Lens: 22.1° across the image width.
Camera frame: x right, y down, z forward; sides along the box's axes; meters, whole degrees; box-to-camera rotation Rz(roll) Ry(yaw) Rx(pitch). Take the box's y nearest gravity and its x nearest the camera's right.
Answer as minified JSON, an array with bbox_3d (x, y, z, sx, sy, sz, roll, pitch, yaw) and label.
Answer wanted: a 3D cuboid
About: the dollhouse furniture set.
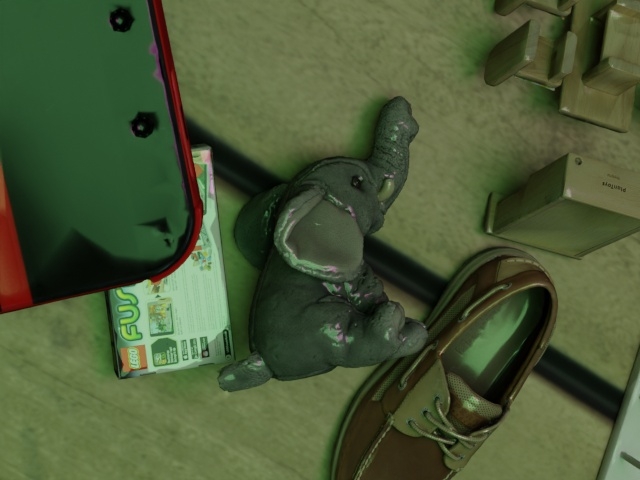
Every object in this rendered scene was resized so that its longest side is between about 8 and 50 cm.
[{"bbox_3d":[0.255,-0.123,1.582,0.212,0.161,0.242,16,72,-16],"label":"dollhouse furniture set"}]

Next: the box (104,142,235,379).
[{"bbox_3d":[-0.148,0.019,1.533,0.114,0.036,0.207,-8,100,-12],"label":"box"}]

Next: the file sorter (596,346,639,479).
[{"bbox_3d":[0.422,0.190,1.628,0.193,0.173,0.277,16,94,-16],"label":"file sorter"}]

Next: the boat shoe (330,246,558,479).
[{"bbox_3d":[0.119,0.151,1.576,0.123,0.116,0.324,30,91,-16],"label":"boat shoe"}]

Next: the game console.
[{"bbox_3d":[-0.294,-0.123,1.434,0.342,0.060,0.386,-12,102,-5],"label":"game console"}]

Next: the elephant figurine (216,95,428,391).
[{"bbox_3d":[0.000,0.000,1.524,0.169,0.186,0.239,-11,91,30],"label":"elephant figurine"}]
